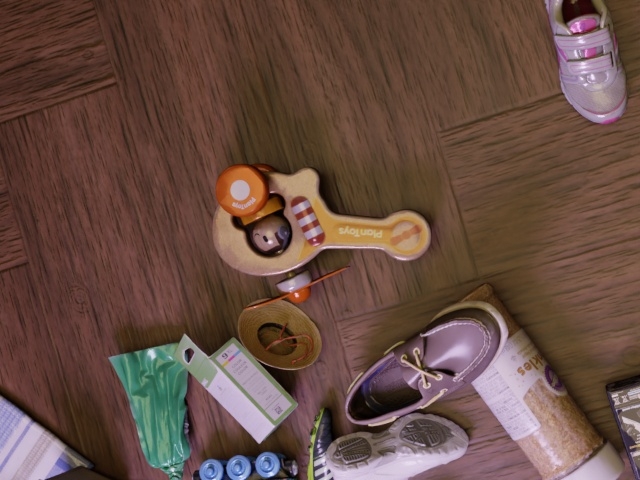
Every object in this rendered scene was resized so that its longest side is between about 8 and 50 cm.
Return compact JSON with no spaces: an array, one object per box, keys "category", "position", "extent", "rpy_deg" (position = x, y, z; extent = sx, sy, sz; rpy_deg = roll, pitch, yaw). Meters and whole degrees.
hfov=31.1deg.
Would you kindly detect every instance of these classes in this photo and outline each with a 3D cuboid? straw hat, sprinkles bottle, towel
[{"category":"straw hat","position":[-0.075,0.170,1.896],"extent":[0.144,0.144,0.061],"rpy_deg":[38,139,9]},{"category":"sprinkles bottle","position":[0.317,0.239,1.783],"extent":[0.121,0.121,0.355],"rpy_deg":[-38,84,11]},{"category":"towel","position":[-0.562,0.395,2.031],"extent":[0.285,0.034,0.209],"rpy_deg":[34,96,8]}]

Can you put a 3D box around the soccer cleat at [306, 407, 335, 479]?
[{"category":"soccer cleat","position":[0.013,0.361,1.892],"extent":[0.072,0.060,0.178],"rpy_deg":[6,99,2]}]

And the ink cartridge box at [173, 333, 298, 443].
[{"category":"ink cartridge box","position":[-0.140,0.226,1.881],"extent":[0.209,0.109,0.062],"rpy_deg":[44,62,6]}]

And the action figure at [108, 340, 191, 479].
[{"category":"action figure","position":[-0.268,0.296,1.945],"extent":[0.137,0.063,0.232],"rpy_deg":[-13,85,11]}]

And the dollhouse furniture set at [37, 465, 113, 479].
[{"category":"dollhouse furniture set","position":[-0.430,0.515,1.905],"extent":[0.212,0.161,0.242],"rpy_deg":[21,92,12]}]

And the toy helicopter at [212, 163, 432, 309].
[{"category":"toy helicopter","position":[0.000,0.000,1.843],"extent":[0.355,0.140,0.234],"rpy_deg":[4,94,10]}]

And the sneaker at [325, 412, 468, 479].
[{"category":"sneaker","position":[0.125,0.353,1.857],"extent":[0.232,0.090,0.115],"rpy_deg":[-10,132,-3]}]

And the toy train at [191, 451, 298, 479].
[{"category":"toy train","position":[-0.123,0.408,1.900],"extent":[0.184,0.080,0.105],"rpy_deg":[-10,75,12]}]

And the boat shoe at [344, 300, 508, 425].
[{"category":"boat shoe","position":[0.154,0.195,1.750],"extent":[0.116,0.097,0.324],"rpy_deg":[56,135,4]}]

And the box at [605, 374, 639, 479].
[{"category":"box","position":[0.618,0.293,1.740],"extent":[0.308,0.076,0.242],"rpy_deg":[-19,88,13]}]

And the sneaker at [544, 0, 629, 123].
[{"category":"sneaker","position":[0.400,-0.299,1.753],"extent":[0.103,0.111,0.252],"rpy_deg":[-19,88,13]}]
